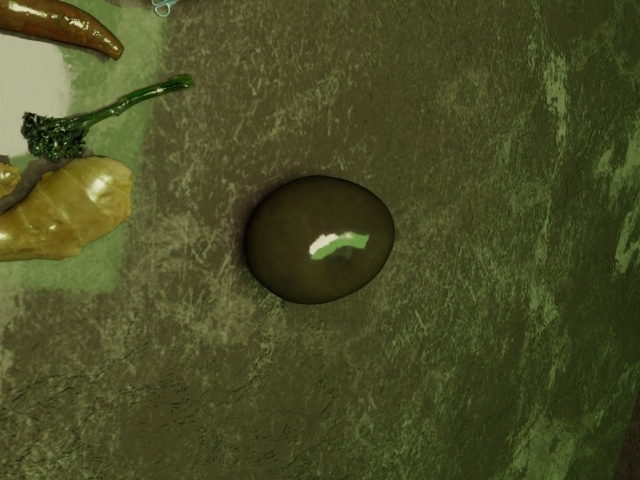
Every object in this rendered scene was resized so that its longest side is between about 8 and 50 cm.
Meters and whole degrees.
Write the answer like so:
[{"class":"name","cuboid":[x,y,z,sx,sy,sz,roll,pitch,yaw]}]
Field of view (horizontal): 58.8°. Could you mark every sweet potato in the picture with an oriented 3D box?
[{"class":"sweet potato","cuboid":[-0.385,-0.285,0.727,0.255,0.058,0.078,-2,123,-29]}]

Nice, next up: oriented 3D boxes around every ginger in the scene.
[{"class":"ginger","cuboid":[-0.463,-0.033,0.704,0.363,0.122,0.348,35,88,-32]}]

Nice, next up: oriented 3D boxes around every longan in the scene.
[{"class":"longan","cuboid":[0.000,0.000,0.934,0.248,0.248,0.249,-9,107,-31]}]

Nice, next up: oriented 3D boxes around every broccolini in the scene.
[{"class":"broccolini","cuboid":[-0.293,-0.184,0.815,0.254,0.058,0.071,-29,160,-21]}]

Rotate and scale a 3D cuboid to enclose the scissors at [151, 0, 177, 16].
[{"class":"scissors","cuboid":[-0.213,-0.363,0.848,0.083,0.006,0.036,-33,120,-23]}]
